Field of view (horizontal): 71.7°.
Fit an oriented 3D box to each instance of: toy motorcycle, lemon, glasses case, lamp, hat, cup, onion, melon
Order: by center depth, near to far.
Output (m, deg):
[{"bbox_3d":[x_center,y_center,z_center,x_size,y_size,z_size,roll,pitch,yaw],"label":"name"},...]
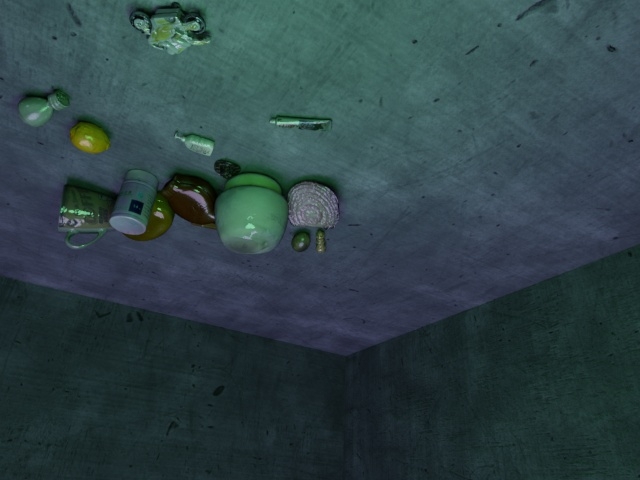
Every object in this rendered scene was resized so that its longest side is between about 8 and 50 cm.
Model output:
[{"bbox_3d":[-0.443,-0.620,1.326,0.228,0.074,0.151,1,152,1],"label":"toy motorcycle"},{"bbox_3d":[-1.003,-0.480,1.605,0.193,0.106,0.106,-15,146,13],"label":"lamp"},{"bbox_3d":[-0.891,-0.395,1.717,0.114,0.114,0.155,-18,155,32],"label":"lemon"},{"bbox_3d":[-0.403,-0.295,1.894,0.121,0.050,0.121,4,152,2],"label":"hat"},{"bbox_3d":[-0.028,-0.179,2.011,0.250,0.111,0.247,7,128,15],"label":"onion"},{"bbox_3d":[-1.079,-0.097,2.076,0.257,0.301,0.227,8,155,-24],"label":"cup"},{"bbox_3d":[-0.845,-0.099,2.186,0.371,0.141,0.173,-22,141,37],"label":"glasses case"},{"bbox_3d":[-0.102,0.007,2.329,0.098,0.098,0.131,13,146,-16],"label":"melon"}]

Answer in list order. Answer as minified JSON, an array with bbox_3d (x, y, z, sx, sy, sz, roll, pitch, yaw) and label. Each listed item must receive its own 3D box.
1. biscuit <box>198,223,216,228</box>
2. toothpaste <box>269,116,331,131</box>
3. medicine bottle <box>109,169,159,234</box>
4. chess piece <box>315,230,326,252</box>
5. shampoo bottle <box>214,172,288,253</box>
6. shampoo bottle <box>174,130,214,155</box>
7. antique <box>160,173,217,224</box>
[{"bbox_3d":[-0.555,-0.081,2.202,0.212,0.041,0.239,13,177,-1],"label":"biscuit"},{"bbox_3d":[-0.074,-0.433,1.640,0.233,0.038,0.060,3,152,-4],"label":"toothpaste"},{"bbox_3d":[-0.814,-0.170,1.948,0.152,0.254,0.152,2,150,1],"label":"medicine bottle"},{"bbox_3d":[0.000,0.001,2.353,0.060,0.060,0.172,2,147,3],"label":"chess piece"},{"bbox_3d":[-0.298,-0.106,1.931,0.322,0.317,0.322,-3,156,-1],"label":"shampoo bottle"},{"bbox_3d":[-0.503,-0.386,1.755,0.152,0.045,0.077,15,150,-21],"label":"shampoo bottle"},{"bbox_3d":[-0.568,-0.187,1.993,0.278,0.129,0.223,34,134,-26],"label":"antique"}]
